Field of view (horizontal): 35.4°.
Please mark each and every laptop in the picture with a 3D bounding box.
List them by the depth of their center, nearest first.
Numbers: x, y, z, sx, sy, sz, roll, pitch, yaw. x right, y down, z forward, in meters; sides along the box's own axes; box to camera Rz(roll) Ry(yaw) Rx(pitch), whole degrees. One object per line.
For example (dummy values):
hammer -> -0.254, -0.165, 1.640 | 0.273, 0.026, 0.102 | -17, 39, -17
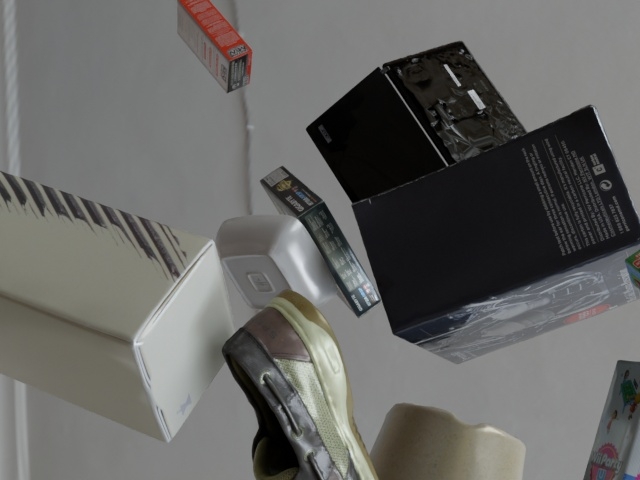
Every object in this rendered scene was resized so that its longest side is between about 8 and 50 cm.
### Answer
laptop -> 0.160, -0.155, 1.557 | 0.234, 0.264, 0.136 | 58, -31, 16

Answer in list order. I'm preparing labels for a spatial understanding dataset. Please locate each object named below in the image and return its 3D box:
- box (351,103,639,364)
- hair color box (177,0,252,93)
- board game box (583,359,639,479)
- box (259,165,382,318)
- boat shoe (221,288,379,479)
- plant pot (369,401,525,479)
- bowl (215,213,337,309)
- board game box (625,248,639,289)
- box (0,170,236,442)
box -> 0.254, 0.014, 1.306 | 0.312, 0.343, 0.179 | -22, -110, 16
hair color box -> -0.156, -0.290, 1.464 | 0.141, 0.043, 0.072 | 52, -26, 23
board game box -> 0.432, 0.322, 1.199 | 0.097, 0.224, 0.303 | 155, -46, -78
box -> 0.000, 0.000, 1.610 | 0.051, 0.220, 0.175 | -35, -148, -7
boat shoe -> -0.013, 0.140, 0.669 | 0.080, 0.073, 0.223 | 29, -40, 54
plant pot -> 0.168, 0.425, 1.531 | 0.334, 0.334, 0.305 | 3, -112, 40
bowl -> -0.065, 0.037, 1.272 | 0.142, 0.053, 0.142 | -2, -52, 38
board game box -> 0.370, 0.036, 0.788 | 0.160, 0.039, 0.211 | -34, -140, -2
box -> -0.200, 0.027, 0.674 | 0.275, 0.094, 0.113 | 18, -39, 21
